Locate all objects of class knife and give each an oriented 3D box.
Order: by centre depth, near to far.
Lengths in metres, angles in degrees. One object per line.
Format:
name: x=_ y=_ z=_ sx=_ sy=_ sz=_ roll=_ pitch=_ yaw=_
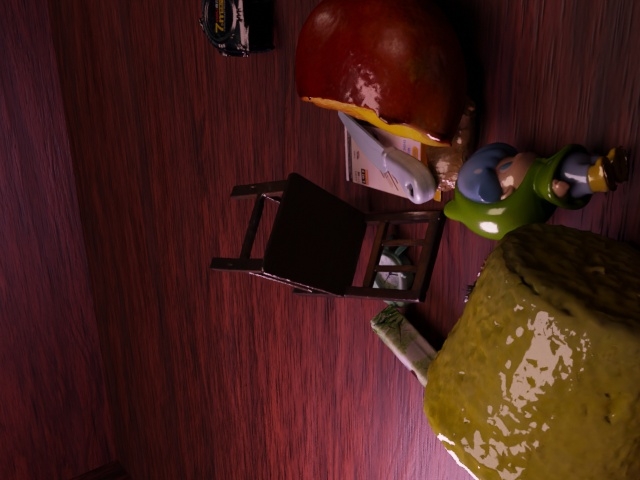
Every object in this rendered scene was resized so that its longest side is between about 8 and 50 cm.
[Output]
knife: x=0.112 y=-0.156 z=1.362 sx=0.331 sy=0.044 sz=0.080 roll=49 pitch=160 yaw=51

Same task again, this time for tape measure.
tape measure: x=-0.182 y=-0.510 z=1.651 sx=0.186 sy=0.112 sz=0.199 roll=18 pitch=113 yaw=44

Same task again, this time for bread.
bread: x=0.332 y=0.159 z=1.004 sx=0.348 sy=0.348 sz=0.307 roll=36 pitch=123 yaw=43

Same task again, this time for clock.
clock: x=0.145 y=0.061 z=1.486 sx=0.101 sy=0.041 sz=0.135 roll=31 pitch=127 yaw=46

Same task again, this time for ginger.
ginger: x=0.221 y=-0.166 z=1.257 sx=0.096 sy=0.067 sz=0.165 roll=20 pitch=106 yaw=53

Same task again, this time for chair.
chair: x=0.000 y=0.000 z=1.441 sx=0.416 sy=0.241 sz=0.203 roll=-4 pitch=66 yaw=56

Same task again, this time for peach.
peach: x=0.103 y=-0.256 z=1.184 sx=0.281 sy=0.281 sz=0.338 roll=116 pitch=146 yaw=-46

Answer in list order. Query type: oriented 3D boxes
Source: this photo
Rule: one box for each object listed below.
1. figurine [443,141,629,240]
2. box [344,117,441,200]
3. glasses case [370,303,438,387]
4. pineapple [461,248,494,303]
figurine: x=0.308 y=-0.078 z=1.085 sx=0.263 sy=0.162 sz=0.143 roll=-9 pitch=110 yaw=47
box: x=0.132 y=-0.155 z=1.415 sx=0.247 sy=0.033 sz=0.129 roll=22 pitch=121 yaw=50
glasses case: x=0.206 y=0.246 z=1.426 sx=0.272 sy=0.062 sz=0.095 roll=48 pitch=172 yaw=34
pineapple: x=0.289 y=0.071 z=1.261 sx=0.074 sy=0.074 sz=0.159 roll=59 pitch=152 yaw=21
